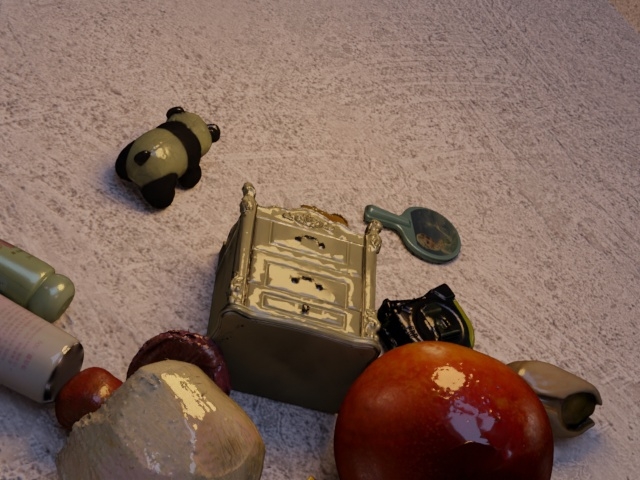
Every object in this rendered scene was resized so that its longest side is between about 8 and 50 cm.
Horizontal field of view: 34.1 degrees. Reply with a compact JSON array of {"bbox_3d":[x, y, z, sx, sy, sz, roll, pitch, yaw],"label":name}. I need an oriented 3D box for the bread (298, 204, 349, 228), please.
[{"bbox_3d":[0.000,0.000,2.152,0.127,0.069,0.140,13,45,-18],"label":"bread"}]

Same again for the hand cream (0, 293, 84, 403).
[{"bbox_3d":[-0.570,0.147,1.736,0.358,0.118,0.185,27,48,7],"label":"hand cream"}]

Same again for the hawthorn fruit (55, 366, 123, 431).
[{"bbox_3d":[-0.371,0.269,1.711,0.128,0.128,0.128,14,48,-15],"label":"hawthorn fruit"}]

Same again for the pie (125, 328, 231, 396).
[{"bbox_3d":[-0.241,0.241,1.775,0.182,0.182,0.049,32,4,2],"label":"pie"}]

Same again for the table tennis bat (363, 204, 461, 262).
[{"bbox_3d":[0.205,-0.028,2.301,0.237,0.038,0.149,20,47,-14],"label":"table tennis bat"}]

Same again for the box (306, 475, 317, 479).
[{"bbox_3d":[0.022,0.556,1.682,0.301,0.084,0.193,43,47,12],"label":"box"}]

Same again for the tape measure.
[{"bbox_3d":[0.223,0.186,2.078,0.199,0.112,0.186,-15,62,-33],"label":"tape measure"}]

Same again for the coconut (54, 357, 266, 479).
[{"bbox_3d":[-0.225,0.349,1.591,0.297,0.297,0.255,-19,60,-37],"label":"coconut"}]

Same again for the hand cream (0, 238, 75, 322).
[{"bbox_3d":[-0.573,0.034,1.825,0.305,0.093,0.147,33,1,2],"label":"hand cream"}]

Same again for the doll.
[{"bbox_3d":[-0.306,-0.174,2.108,0.143,0.135,0.234,40,43,7],"label":"doll"}]

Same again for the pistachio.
[{"bbox_3d":[0.447,0.312,2.064,0.237,0.138,0.153,20,12,-10],"label":"pistachio"}]

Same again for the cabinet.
[{"bbox_3d":[-0.052,0.103,1.930,0.289,0.227,0.318,16,47,-12],"label":"cabinet"}]

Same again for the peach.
[{"bbox_3d":[0.212,0.348,1.729,0.388,0.388,0.388,14,48,-15],"label":"peach"}]
